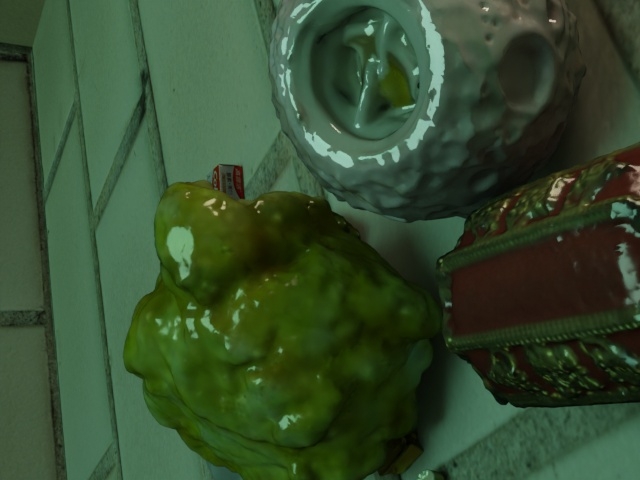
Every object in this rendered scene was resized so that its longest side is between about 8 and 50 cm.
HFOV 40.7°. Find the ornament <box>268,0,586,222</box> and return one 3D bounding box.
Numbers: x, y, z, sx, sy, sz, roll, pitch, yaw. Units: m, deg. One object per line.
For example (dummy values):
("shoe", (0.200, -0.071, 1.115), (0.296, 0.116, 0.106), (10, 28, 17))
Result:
("ornament", (0.091, -0.143, 0.721), (0.259, 0.225, 0.259), (10, 108, 34))

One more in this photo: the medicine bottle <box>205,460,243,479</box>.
("medicine bottle", (-0.084, 0.253, 1.102), (0.215, 0.135, 0.135), (49, 130, 51))

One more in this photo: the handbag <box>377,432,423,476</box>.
("handbag", (0.074, 0.206, 0.932), (0.061, 0.027, 0.083), (-59, 39, 42))

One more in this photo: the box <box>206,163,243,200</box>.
("box", (-0.143, -0.008, 1.329), (0.055, 0.040, 0.218), (-26, 65, 59))

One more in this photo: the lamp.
("lamp", (0.197, 0.028, 0.588), (0.274, 0.177, 0.177), (-24, 67, 61))

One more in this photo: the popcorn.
("popcorn", (-0.063, 0.110, 0.900), (0.334, 0.292, 0.293), (-61, 31, 33))

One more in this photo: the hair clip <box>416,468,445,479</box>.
("hair clip", (0.106, 0.302, 0.824), (0.218, 0.071, 0.159), (-50, 40, 39))

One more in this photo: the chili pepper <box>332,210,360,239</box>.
("chili pepper", (0.002, -0.002, 1.043), (0.204, 0.073, 0.072), (-6, 69, 59))
